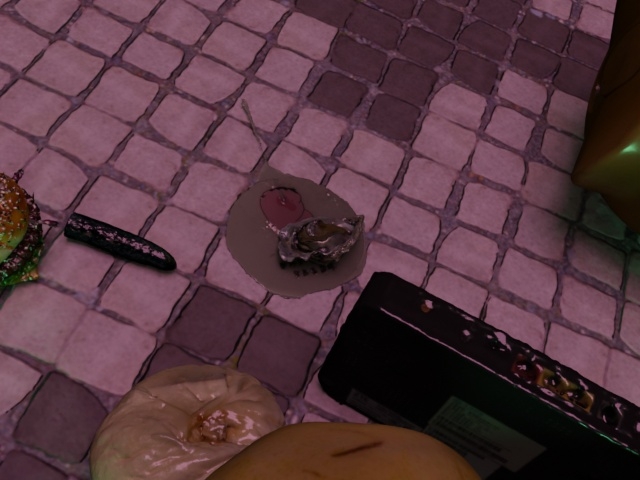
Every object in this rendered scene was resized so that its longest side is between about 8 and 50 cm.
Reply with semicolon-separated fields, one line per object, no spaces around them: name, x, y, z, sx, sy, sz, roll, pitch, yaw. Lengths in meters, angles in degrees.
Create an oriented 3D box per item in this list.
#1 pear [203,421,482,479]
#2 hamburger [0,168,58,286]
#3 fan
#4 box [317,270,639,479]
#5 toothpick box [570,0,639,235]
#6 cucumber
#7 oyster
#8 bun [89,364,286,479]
pear;0.011;0.287;0.617;0.309;0.309;0.309;7;56;-10
hamburger;-0.387;-0.014;0.836;0.189;0.093;0.164;-28;69;-27
fan;-0.053;-0.067;1.010;0.182;0.010;0.310;-13;62;-22
box;0.173;0.173;0.790;0.350;0.211;0.058;29;57;6
toothpick box;0.551;-0.148;0.997;0.425;0.409;0.409;20;54;-3
cucumber;-0.224;0.004;0.905;0.133;0.032;0.032;20;54;0
oyster;0.000;-0.001;0.966;0.100;0.037;0.098;3;39;8
bun;-0.123;0.195;0.757;0.188;0.111;0.164;3;54;-9
